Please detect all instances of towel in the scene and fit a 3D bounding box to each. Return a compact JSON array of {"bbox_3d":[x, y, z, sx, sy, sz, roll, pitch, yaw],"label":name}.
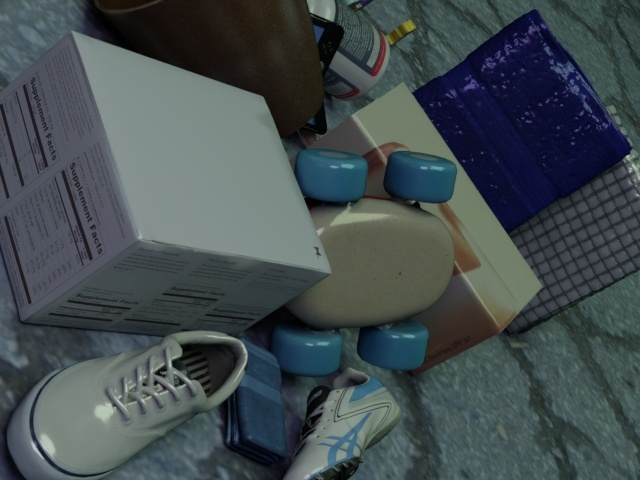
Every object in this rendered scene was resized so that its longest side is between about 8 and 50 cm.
[{"bbox_3d":[0.337,-0.031,1.778,0.121,0.284,0.235,-1,63,-60],"label":"towel"},{"bbox_3d":[0.216,-0.124,1.672,0.227,0.308,0.076,55,9,-5],"label":"towel"},{"bbox_3d":[-0.062,0.151,1.209,0.067,0.029,0.119,34,34,-37],"label":"towel"}]

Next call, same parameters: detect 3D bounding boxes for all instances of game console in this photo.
[{"bbox_3d":[-0.038,-0.214,1.552,0.144,0.124,0.085,16,19,-33],"label":"game console"}]

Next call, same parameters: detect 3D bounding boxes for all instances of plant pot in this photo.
[{"bbox_3d":[-0.094,-0.225,1.402,0.230,0.215,0.215,57,23,-32],"label":"plant pot"}]

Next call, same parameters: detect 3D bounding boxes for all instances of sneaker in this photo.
[{"bbox_3d":[0.006,0.191,1.229,0.086,0.085,0.237,40,24,7],"label":"sneaker"},{"bbox_3d":[-0.148,0.120,1.033,0.094,0.091,0.258,58,27,2],"label":"sneaker"}]

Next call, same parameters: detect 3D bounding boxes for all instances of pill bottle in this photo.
[{"bbox_3d":[-0.004,-0.266,1.663,0.180,0.108,0.108,30,37,-42],"label":"pill bottle"}]

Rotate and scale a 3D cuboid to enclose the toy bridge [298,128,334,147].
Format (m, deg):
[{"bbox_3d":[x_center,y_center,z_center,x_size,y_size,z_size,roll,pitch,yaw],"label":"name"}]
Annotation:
[{"bbox_3d":[0.004,-0.124,1.615,0.188,0.026,0.063,55,28,-1],"label":"toy bridge"}]

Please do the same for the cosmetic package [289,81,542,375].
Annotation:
[{"bbox_3d":[0.102,-0.012,1.501,0.296,0.153,0.129,55,40,-1],"label":"cosmetic package"}]

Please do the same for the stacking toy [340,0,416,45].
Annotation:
[{"bbox_3d":[0.054,-0.358,1.919,0.167,0.052,0.221,55,28,-3],"label":"stacking toy"}]

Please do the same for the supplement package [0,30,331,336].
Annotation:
[{"bbox_3d":[-0.148,-0.038,1.146,0.262,0.145,0.204,13,50,-54],"label":"supplement package"}]

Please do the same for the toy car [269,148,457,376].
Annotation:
[{"bbox_3d":[0.000,0.000,1.359,0.210,0.219,0.238,-1,16,-33],"label":"toy car"}]
